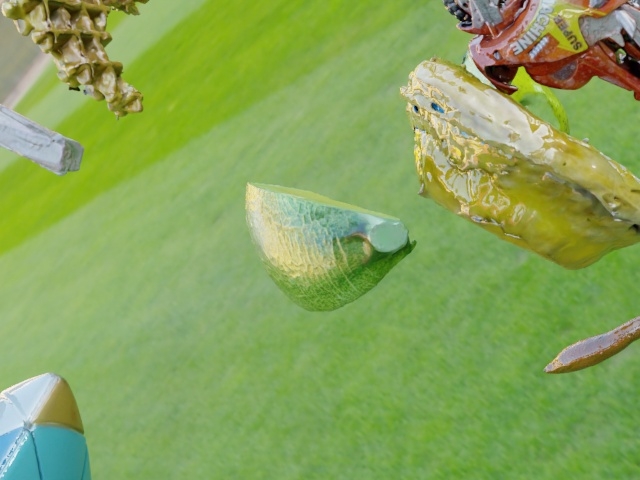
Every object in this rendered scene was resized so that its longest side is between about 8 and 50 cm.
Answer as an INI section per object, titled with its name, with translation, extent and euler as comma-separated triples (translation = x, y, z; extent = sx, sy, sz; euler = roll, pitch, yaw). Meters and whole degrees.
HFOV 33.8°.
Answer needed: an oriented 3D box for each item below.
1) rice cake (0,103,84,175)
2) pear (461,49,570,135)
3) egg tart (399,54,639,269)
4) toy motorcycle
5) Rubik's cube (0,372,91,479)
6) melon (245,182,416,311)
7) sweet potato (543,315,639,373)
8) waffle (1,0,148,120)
[rice cake]
translation = -0.456, -0.169, 1.471
extent = 0.055, 0.270, 0.049
euler = -64, -3, 20
[pear]
translation = 0.346, -0.191, 1.954
extent = 0.292, 0.292, 0.159
euler = -49, 41, 4
[egg tart]
translation = 0.247, -0.080, 1.277
extent = 0.169, 0.388, 0.388
euler = -61, 18, 10
[toy motorcycle]
translation = 0.280, -0.237, 1.192
extent = 0.089, 0.298, 0.171
euler = -69, -14, -60
[Rubik's cube]
translation = -0.301, 0.265, 1.110
extent = 0.254, 0.254, 0.254
euler = -43, 21, 21
[melon]
translation = 0.000, 0.000, 1.373
extent = 0.124, 0.196, 0.323
euler = -29, 10, -17
[sweet potato]
translation = 0.533, 0.202, 1.995
extent = 0.265, 0.057, 0.057
euler = -30, 28, 36
[waffle]
translation = -0.326, -0.316, 1.377
extent = 0.069, 0.260, 0.293
euler = -24, 47, 24
